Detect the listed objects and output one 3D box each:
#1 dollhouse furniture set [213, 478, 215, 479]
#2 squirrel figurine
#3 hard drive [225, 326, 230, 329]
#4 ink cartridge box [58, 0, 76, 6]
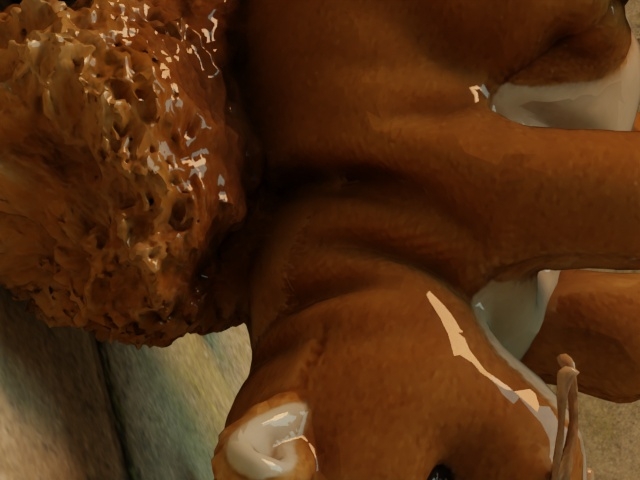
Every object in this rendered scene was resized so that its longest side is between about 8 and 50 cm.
[{"bbox_3d":[0.013,0.233,0.937,0.262,0.135,0.259,63,19,-19],"label":"dollhouse furniture set"},{"bbox_3d":[0.000,0.000,0.752,0.281,0.397,0.370,94,15,-63],"label":"squirrel figurine"},{"bbox_3d":[-0.048,-0.069,1.135,0.054,0.172,0.254,46,19,-45],"label":"hard drive"},{"bbox_3d":[-0.125,-0.105,1.010,0.208,0.087,0.153,-89,153,-72],"label":"ink cartridge box"}]
